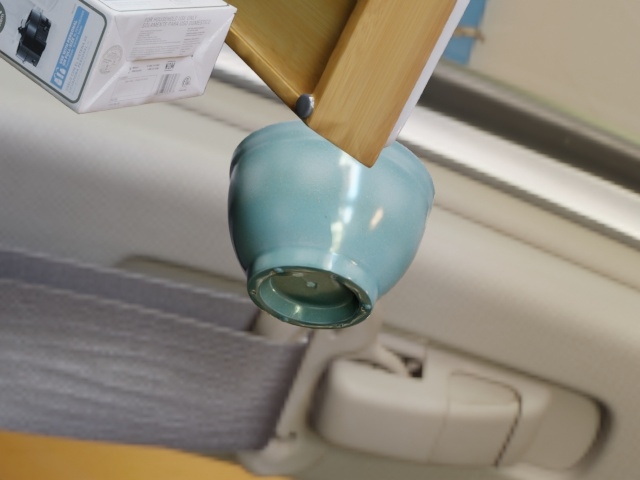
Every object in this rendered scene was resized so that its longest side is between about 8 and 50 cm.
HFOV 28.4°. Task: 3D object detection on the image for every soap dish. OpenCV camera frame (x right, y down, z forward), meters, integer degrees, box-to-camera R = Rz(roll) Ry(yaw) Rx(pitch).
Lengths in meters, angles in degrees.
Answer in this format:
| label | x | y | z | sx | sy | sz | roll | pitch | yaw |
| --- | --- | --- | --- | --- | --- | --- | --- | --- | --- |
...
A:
| label | x | y | z | sx | sy | sz | roll | pitch | yaw |
| --- | --- | --- | --- | --- | --- | --- | --- | --- | --- |
| soap dish | 0.003 | -0.248 | 1.282 | 0.291 | 0.118 | 0.229 | 48 | -59 | 39 |

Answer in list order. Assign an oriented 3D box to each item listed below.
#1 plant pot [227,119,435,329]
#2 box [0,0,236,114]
| label | x | y | z | sx | sy | sz | roll | pitch | yaw |
| --- | --- | --- | --- | --- | --- | --- | --- | --- | --- |
| plant pot | 0.000 | 0.000 | 1.739 | 0.293 | 0.293 | 0.196 | 124 | -19 | -57 |
| box | -0.236 | -0.222 | 1.061 | 0.290 | 0.169 | 0.087 | 36 | -63 | 22 |
